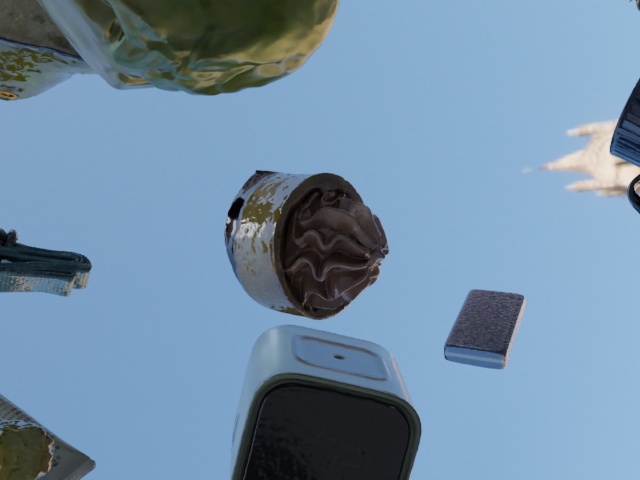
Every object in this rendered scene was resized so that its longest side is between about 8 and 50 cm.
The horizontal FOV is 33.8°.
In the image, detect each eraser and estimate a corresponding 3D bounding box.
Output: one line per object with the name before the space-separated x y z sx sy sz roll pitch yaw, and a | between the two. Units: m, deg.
eraser | 0.225 0.115 1.422 0.225 0.081 0.036 -48 -38 -64

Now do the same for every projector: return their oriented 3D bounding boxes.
projector | 0.000 0.289 1.588 0.248 0.249 0.249 13 -80 -6

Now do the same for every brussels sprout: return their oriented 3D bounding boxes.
brussels sprout | -0.115 -0.290 1.035 0.327 0.247 0.328 1 -91 -25

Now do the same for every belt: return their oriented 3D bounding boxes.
belt | -0.404 0.028 1.431 0.179 0.065 0.100 8 -140 -22

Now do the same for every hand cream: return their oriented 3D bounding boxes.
hand cream | -0.328 0.181 1.042 0.080 0.234 0.050 -41 -30 -32

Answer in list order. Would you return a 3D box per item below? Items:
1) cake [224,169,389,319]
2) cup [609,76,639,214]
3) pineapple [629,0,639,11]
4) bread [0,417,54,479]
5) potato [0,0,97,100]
cake | 0.000 0.000 1.348 0.185 0.178 0.208 -35 -70 -41
cup | 0.319 -0.076 0.855 0.113 0.138 0.150 -33 -33 -49
pineapple | 0.516 -0.355 1.368 0.161 0.334 0.158 -24 -71 -26
bread | -0.243 0.156 0.488 0.110 0.234 0.184 23 -106 -48
potato | -0.364 -0.300 1.374 0.396 0.296 0.290 7 -112 -18
